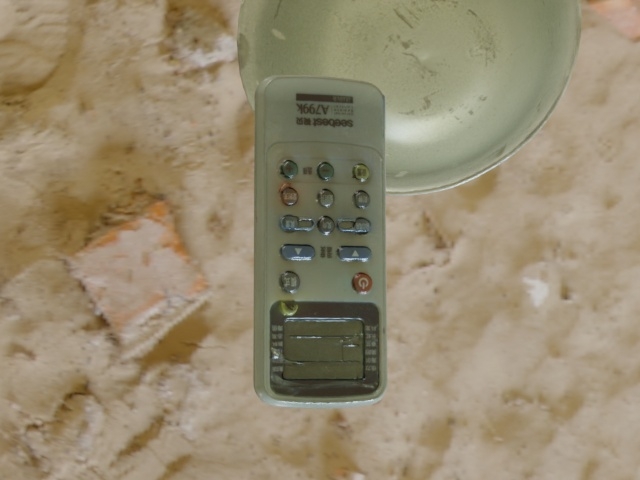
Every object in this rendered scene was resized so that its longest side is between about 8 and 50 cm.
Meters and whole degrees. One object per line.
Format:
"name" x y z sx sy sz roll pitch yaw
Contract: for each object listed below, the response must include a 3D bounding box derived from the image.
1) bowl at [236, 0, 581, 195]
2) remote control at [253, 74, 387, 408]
"bowl" 0.123 -0.245 1.700 0.434 0.196 0.435 -3 78 13
"remote control" 0.000 0.000 0.487 0.053 0.018 0.125 3 83 -18
